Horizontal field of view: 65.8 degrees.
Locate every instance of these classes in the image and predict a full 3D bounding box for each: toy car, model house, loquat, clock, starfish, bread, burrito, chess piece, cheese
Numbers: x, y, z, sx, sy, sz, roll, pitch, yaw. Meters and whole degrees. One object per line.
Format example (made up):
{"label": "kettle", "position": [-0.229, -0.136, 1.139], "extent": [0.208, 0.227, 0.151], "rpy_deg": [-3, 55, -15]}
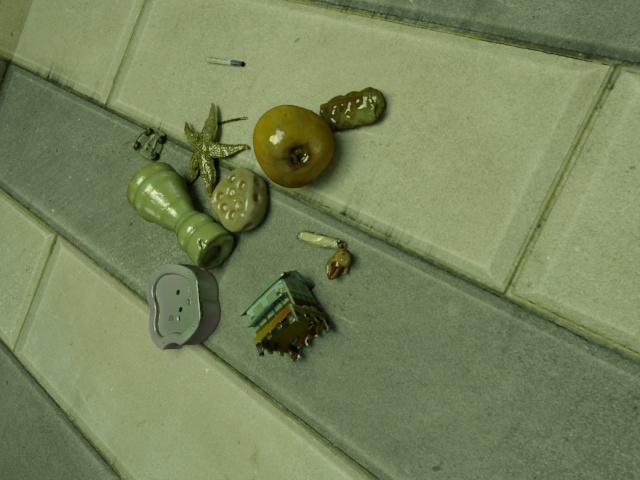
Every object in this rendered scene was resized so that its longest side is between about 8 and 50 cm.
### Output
{"label": "toy car", "position": [-0.740, -0.421, 2.118], "extent": [0.112, 0.112, 0.139], "rpy_deg": [33, 91, 46]}
{"label": "model house", "position": [-0.114, 0.242, 1.591], "extent": [0.224, 0.198, 0.215], "rpy_deg": [-46, 51, 18]}
{"label": "loquat", "position": [-0.087, -0.313, 1.623], "extent": [0.275, 0.275, 0.274], "rpy_deg": [-5, 81, 30]}
{"label": "clock", "position": [-0.542, 0.247, 1.899], "extent": [0.339, 0.102, 0.338], "rpy_deg": [-5, 81, 30]}
{"label": "starfish", "position": [-0.465, -0.352, 1.952], "extent": [0.358, 0.078, 0.347], "rpy_deg": [39, 109, 25]}
{"label": "bread", "position": [0.101, -0.437, 1.631], "extent": [0.232, 0.088, 0.128], "rpy_deg": [-1, 75, 35]}
{"label": "burrito", "position": [0.000, 0.000, 1.651], "extent": [0.186, 0.041, 0.045], "rpy_deg": [15, 73, 33]}
{"label": "chess piece", "position": [-0.524, -0.087, 1.873], "extent": [0.442, 0.234, 0.234], "rpy_deg": [41, 104, 25]}
{"label": "cheese", "position": [-0.294, -0.146, 1.799], "extent": [0.218, 0.117, 0.235], "rpy_deg": [15, 89, 34]}

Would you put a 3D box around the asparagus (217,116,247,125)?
{"label": "asparagus", "position": [-0.352, -0.469, 1.939], "extent": [0.166, 0.013, 0.016], "rpy_deg": [-2, 50, 30]}

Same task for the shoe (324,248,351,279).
{"label": "shoe", "position": [0.059, 0.080, 1.589], "extent": [0.109, 0.072, 0.069], "rpy_deg": [-30, 30, 19]}

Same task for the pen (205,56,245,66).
{"label": "pen", "position": [-0.383, -0.718, 1.987], "extent": [0.204, 0.025, 0.025], "rpy_deg": [18, 93, 30]}
